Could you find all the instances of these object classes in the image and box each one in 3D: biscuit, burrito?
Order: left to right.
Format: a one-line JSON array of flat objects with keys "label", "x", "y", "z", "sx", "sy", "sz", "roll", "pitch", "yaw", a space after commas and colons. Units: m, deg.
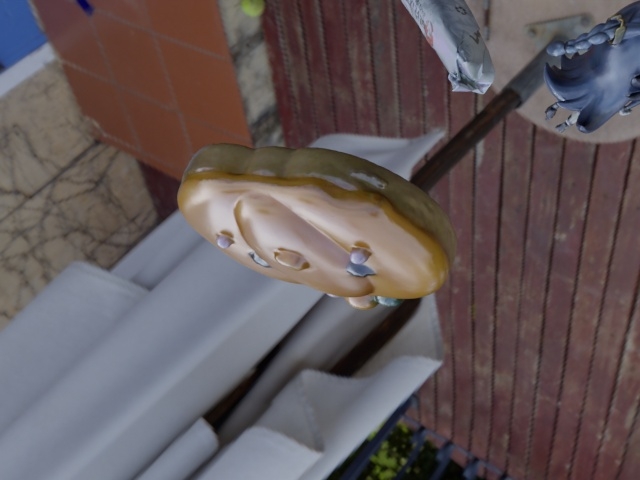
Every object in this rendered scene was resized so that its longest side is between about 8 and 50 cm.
[{"label": "biscuit", "x": -0.001, "y": 0.003, "z": 0.512, "sx": 0.170, "sy": 0.050, "sz": 0.170, "roll": 17, "pitch": 160, "yaw": 6}, {"label": "burrito", "x": 0.128, "y": -0.227, "z": 0.881, "sx": 0.064, "sy": 0.064, "sz": 0.203, "roll": 83, "pitch": 171, "yaw": -51}]

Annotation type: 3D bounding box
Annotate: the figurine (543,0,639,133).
[{"label": "figurine", "x": 0.490, "y": -0.287, "z": 1.411, "sx": 0.175, "sy": 0.265, "sz": 0.197, "roll": 59, "pitch": -169, "yaw": 11}]
